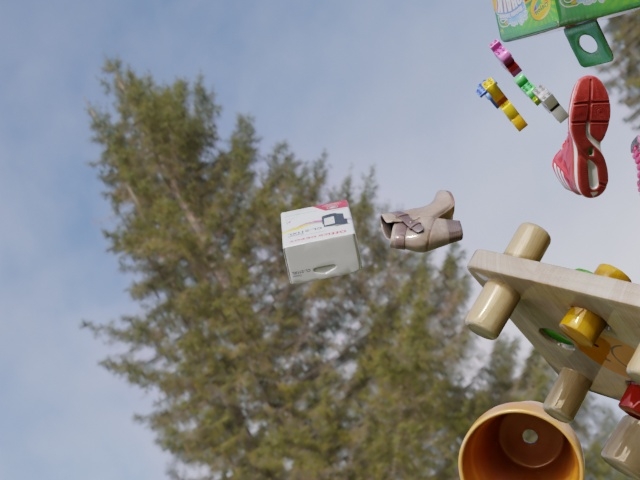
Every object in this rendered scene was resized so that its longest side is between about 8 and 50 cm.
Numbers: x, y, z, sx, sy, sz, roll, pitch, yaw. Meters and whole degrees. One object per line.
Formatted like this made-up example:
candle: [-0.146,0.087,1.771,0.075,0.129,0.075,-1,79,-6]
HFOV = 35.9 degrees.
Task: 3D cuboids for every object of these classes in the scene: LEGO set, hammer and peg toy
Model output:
LEGO set: [0.311,-0.259,1.650,0.087,0.227,0.093,-40,-54,10]
hammer and peg toy: [0.331,0.135,0.989,0.361,0.266,0.127,45,-110,-37]

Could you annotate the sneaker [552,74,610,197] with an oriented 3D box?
sneaker: [0.468,-0.192,1.830,0.087,0.221,0.128,-1,7,-18]

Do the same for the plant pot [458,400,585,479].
plant pot: [0.357,0.366,1.712,0.205,0.205,0.188,-44,-7,18]

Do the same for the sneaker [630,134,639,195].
sneaker: [0.538,-0.115,1.588,0.057,0.119,0.047,0,-19,-9]

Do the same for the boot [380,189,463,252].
boot: [0.111,-0.025,1.128,0.087,0.118,0.042,-3,-63,-4]

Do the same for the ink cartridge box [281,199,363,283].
ink cartridge box: [0.000,0.000,1.729,0.127,0.175,0.072,-12,-69,0]

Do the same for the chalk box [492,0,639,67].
chalk box: [0.364,-0.398,1.460,0.179,0.289,0.180,-16,7,-16]
